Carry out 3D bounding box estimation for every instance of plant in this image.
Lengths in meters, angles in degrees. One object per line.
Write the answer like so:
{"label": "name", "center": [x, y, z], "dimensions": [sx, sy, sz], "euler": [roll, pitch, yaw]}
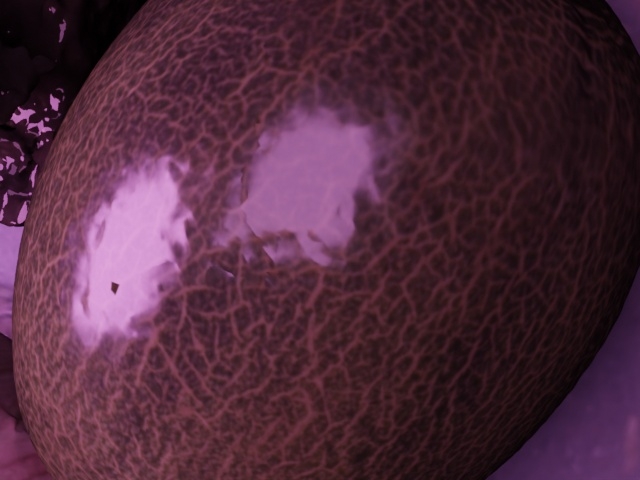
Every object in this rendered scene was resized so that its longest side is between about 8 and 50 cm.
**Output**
{"label": "plant", "center": [-0.153, -0.078, 0.909], "dimensions": [0.142, 0.203, 0.131], "euler": [21, 94, 30]}

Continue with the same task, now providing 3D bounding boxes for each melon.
{"label": "melon", "center": [0.000, 0.000, 0.826], "dimensions": [0.237, 0.237, 0.302], "euler": [44, 110, 16]}

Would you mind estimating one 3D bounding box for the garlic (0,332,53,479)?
{"label": "garlic", "center": [-0.207, 0.150, 0.965], "dimensions": [0.227, 0.152, 0.228], "euler": [-2, 86, 26]}
